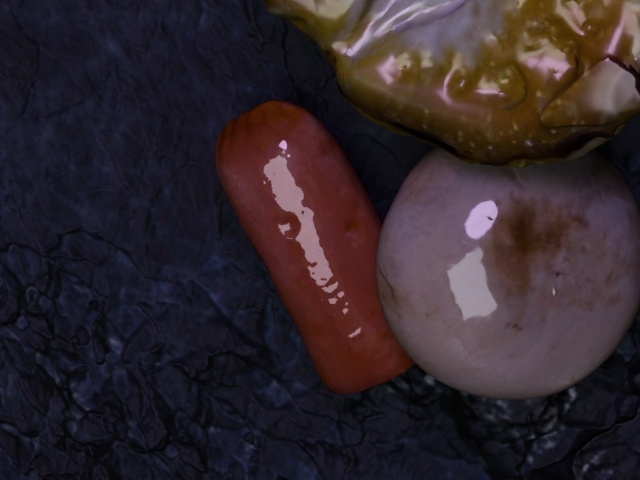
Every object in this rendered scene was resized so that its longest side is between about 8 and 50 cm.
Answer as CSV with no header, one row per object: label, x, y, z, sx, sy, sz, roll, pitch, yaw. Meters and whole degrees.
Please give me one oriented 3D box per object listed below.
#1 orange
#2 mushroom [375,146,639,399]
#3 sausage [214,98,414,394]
orange,0.097,-0.230,0.974,0.271,0.210,0.369,-37,98,26
mushroom,0.152,0.015,1.074,0.226,0.178,0.227,-4,105,-16
sausage,0.000,0.000,1.140,0.113,0.113,0.259,-21,103,22
